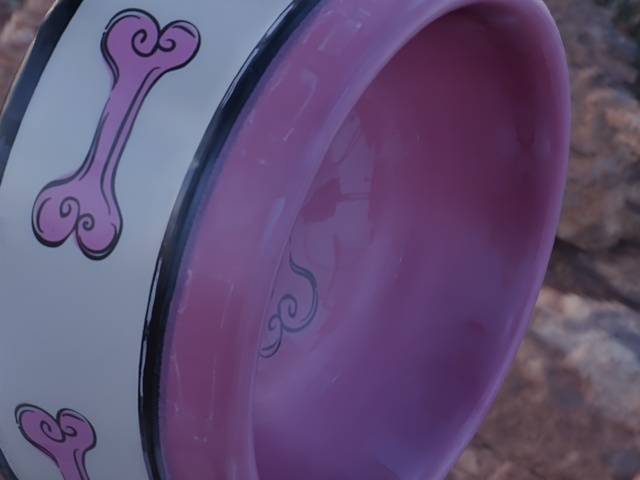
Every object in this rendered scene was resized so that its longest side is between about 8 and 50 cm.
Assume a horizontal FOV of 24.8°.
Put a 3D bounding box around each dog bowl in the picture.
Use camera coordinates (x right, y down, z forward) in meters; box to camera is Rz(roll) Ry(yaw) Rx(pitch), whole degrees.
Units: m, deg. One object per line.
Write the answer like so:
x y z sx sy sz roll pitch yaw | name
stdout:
0.000 0.000 0.816 0.150 0.408 0.408 21 27 30 | dog bowl
